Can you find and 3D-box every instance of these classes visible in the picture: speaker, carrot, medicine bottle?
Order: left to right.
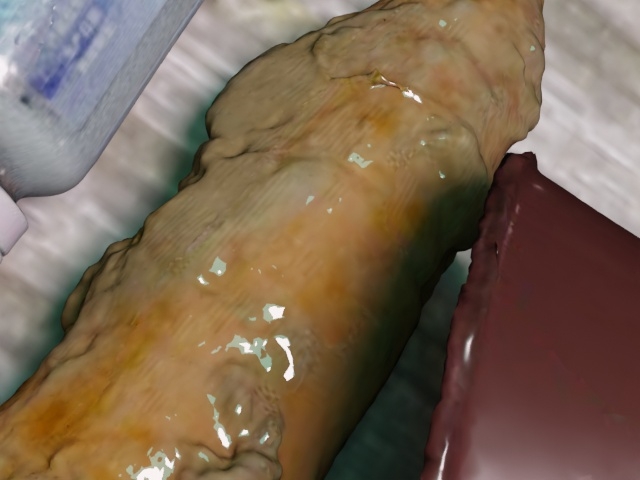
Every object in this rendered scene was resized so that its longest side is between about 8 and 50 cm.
[{"bbox_3d":[-0.092,-0.052,0.477,0.083,0.083,0.203,33,74,-8],"label":"medicine bottle"},{"bbox_3d":[0.000,0.000,0.500,0.102,0.102,0.263,39,68,-6],"label":"carrot"},{"bbox_3d":[0.189,0.107,0.458,0.329,0.259,0.198,10,75,6],"label":"speaker"}]
